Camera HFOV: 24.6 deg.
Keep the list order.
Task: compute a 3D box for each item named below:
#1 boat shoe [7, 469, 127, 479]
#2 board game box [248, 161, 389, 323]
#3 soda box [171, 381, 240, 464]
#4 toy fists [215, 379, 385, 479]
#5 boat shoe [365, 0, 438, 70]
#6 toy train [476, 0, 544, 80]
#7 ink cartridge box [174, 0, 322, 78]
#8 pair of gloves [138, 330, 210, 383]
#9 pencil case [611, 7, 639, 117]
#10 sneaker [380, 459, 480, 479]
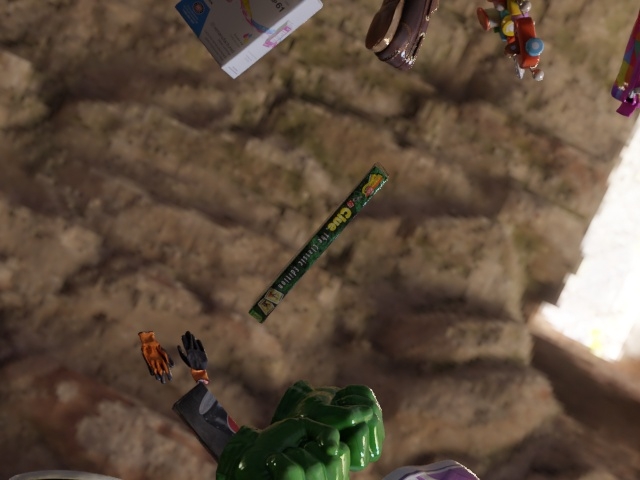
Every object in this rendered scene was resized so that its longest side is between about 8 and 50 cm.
[{"bbox_3d":[-0.243,0.351,1.832,0.305,0.091,0.109,10,155,-8],"label":"boat shoe"},{"bbox_3d":[0.000,0.000,2.002,0.030,0.260,0.136,41,-173,-4],"label":"board game box"},{"bbox_3d":[-0.152,0.299,2.241,0.169,0.060,0.053,50,166,5],"label":"soda box"},{"bbox_3d":[-0.010,0.255,1.852,0.142,0.096,0.279,17,-158,20],"label":"toy fists"},{"bbox_3d":[0.128,-0.333,2.019,0.073,0.207,0.073,29,168,-28],"label":"boat shoe"},{"bbox_3d":[0.206,-0.229,1.618,0.046,0.125,0.166,-9,180,-1],"label":"toy train"},{"bbox_3d":[-0.072,-0.240,1.503,0.088,0.122,0.052,53,-176,13],"label":"ink cartridge box"},{"bbox_3d":[-0.170,0.136,1.719,0.083,0.010,0.074,3,-133,-33],"label":"pair of gloves"},{"bbox_3d":[0.499,-0.297,2.144,0.104,0.236,0.104,9,-152,-5],"label":"pencil case"},{"bbox_3d":[0.176,0.412,2.180,0.282,0.102,0.161,-10,-141,-47],"label":"sneaker"}]
